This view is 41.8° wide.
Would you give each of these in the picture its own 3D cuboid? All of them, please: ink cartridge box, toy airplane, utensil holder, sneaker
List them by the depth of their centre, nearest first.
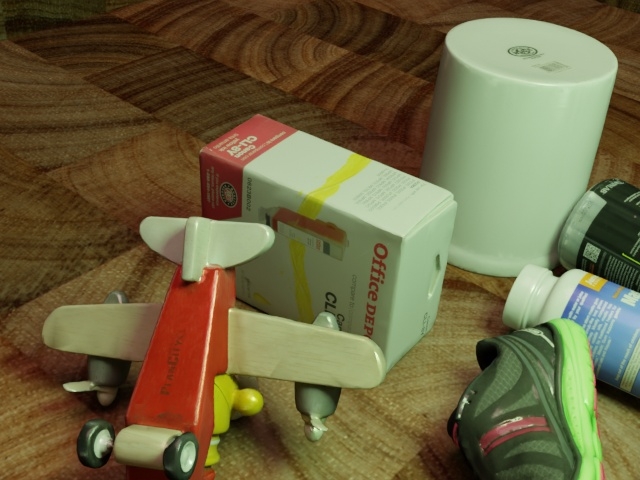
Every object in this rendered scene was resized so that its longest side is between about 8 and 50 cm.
[{"bbox_3d":[0.268,0.294,1.106,0.202,0.185,0.483,-6,29,17],"label":"sneaker"},{"bbox_3d":[-0.158,0.154,1.139,0.384,0.272,0.386,-37,60,-3],"label":"toy airplane"},{"bbox_3d":[0.000,0.000,1.362,0.384,0.279,0.160,24,40,26],"label":"ink cartridge box"},{"bbox_3d":[0.352,-0.180,1.568,0.327,0.385,0.328,3,34,-2],"label":"utensil holder"}]

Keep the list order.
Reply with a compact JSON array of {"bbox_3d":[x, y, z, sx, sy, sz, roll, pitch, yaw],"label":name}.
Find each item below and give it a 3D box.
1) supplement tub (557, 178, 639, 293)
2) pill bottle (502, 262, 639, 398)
[{"bbox_3d":[0.592,0.039,1.449,0.193,0.194,0.316,-23,44,-34],"label":"supplement tub"},{"bbox_3d":[0.436,0.137,1.328,0.272,0.152,0.152,25,40,25],"label":"pill bottle"}]
